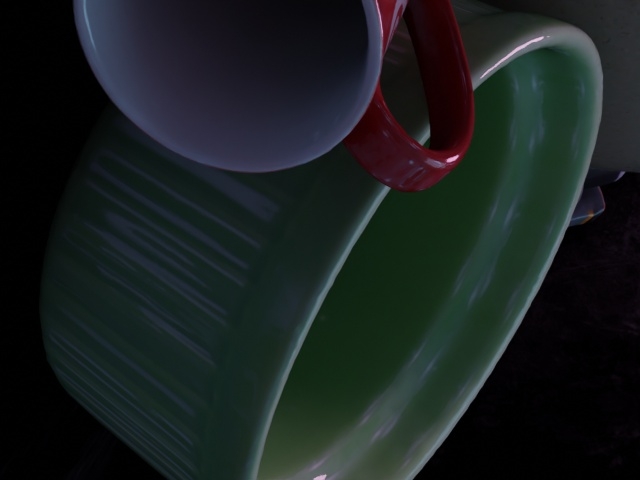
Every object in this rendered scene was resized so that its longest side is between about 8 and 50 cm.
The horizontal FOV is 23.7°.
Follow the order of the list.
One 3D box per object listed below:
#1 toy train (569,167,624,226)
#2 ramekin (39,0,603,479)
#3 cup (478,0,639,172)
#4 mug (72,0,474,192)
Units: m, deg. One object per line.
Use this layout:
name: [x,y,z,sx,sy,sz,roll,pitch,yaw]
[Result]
toy train: [0.063,-0.034,1.092,0.334,0.142,0.190,-11,167,-18]
ramekin: [0.000,0.000,0.771,0.303,0.148,0.303,-45,154,-30]
cup: [0.163,-0.230,0.833,0.331,0.331,0.237,-59,151,-2]
mug: [-0.004,-0.102,0.595,0.169,0.113,0.150,-63,141,-52]
